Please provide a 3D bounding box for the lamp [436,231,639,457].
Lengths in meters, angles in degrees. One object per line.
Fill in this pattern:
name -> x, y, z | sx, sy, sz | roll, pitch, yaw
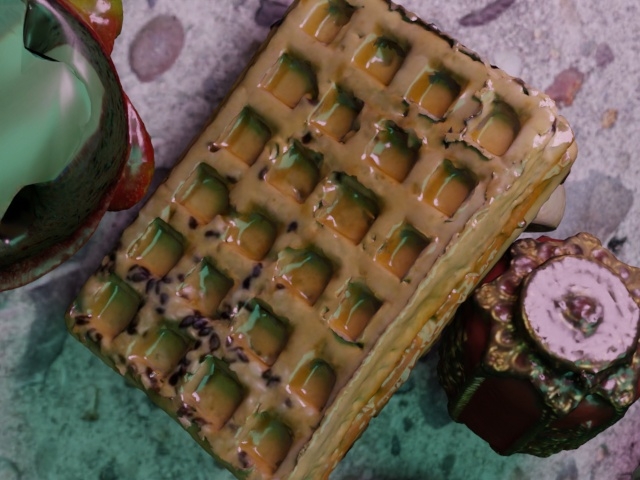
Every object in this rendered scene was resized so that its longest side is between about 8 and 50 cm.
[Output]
lamp -> 0.196, 0.097, 1.025 | 0.177, 0.274, 0.177 | 0, 71, -1

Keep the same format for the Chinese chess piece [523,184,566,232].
Chinese chess piece -> 0.161, -0.037, 1.058 | 0.122, 0.122, 0.051 | 8, 83, -24

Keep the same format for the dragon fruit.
dragon fruit -> -0.257, -0.089, 0.873 | 0.268, 0.130, 0.295 | 41, 85, -20

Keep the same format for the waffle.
waffle -> 0.000, 0.000, 0.927 | 0.376, 0.261, 0.114 | -54, 159, -2

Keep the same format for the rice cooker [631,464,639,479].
rice cooker -> 0.449, 0.271, 1.206 | 0.244, 0.226, 0.226 | -39, 113, -12
